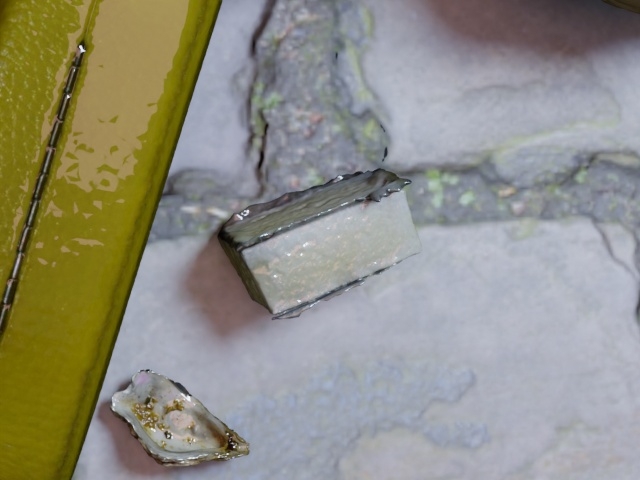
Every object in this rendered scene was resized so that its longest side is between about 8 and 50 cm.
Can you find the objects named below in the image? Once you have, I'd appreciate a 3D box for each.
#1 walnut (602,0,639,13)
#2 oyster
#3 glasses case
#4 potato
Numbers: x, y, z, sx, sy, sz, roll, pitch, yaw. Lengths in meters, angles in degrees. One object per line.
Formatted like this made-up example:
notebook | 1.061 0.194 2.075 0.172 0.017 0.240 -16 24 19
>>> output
walnut | 0.232 -0.284 0.805 0.285 0.285 0.296 -4 126 -9
oyster | -0.095 0.125 0.863 0.093 0.034 0.051 41 67 4
glasses case | -0.164 -0.036 0.774 0.141 0.173 0.371 18 97 -6
potato | 0.002 -0.001 0.856 0.122 0.086 0.061 -22 107 -10
